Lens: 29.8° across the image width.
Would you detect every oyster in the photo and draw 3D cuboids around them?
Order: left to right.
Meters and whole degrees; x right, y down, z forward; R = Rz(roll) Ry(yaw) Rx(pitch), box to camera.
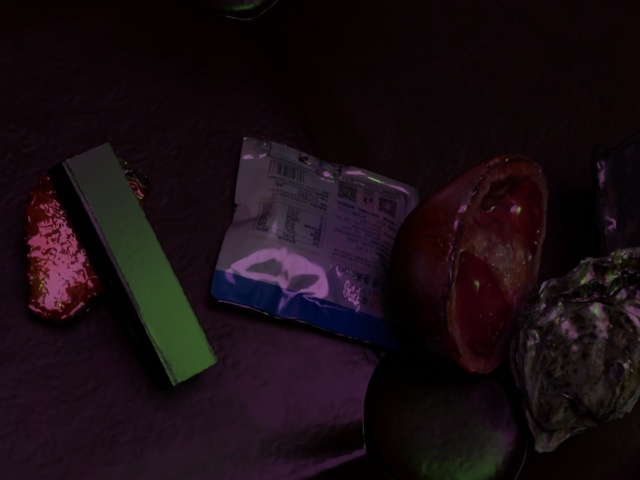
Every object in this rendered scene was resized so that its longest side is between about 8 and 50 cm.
[{"bbox_3d":[0.220,0.088,0.991,0.125,0.177,0.064,54,17,12],"label":"oyster"}]

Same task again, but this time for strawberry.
[{"bbox_3d":[-0.192,-0.004,0.963,0.104,0.048,0.152,28,74,-11],"label":"strawberry"}]

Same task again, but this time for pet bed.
[{"bbox_3d":[0.330,0.013,1.079,0.183,0.159,0.211,17,59,-34],"label":"pet bed"}]

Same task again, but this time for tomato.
[{"bbox_3d":[0.113,0.013,1.003,0.099,0.173,0.189,8,66,33],"label":"tomato"}]

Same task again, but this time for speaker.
[{"bbox_3d":[-0.144,0.020,0.931,0.046,0.040,0.191,-29,95,-29],"label":"speaker"}]

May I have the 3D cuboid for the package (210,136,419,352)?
[{"bbox_3d":[0.000,0.000,1.037,0.171,0.027,0.173,18,59,-13],"label":"package"}]
